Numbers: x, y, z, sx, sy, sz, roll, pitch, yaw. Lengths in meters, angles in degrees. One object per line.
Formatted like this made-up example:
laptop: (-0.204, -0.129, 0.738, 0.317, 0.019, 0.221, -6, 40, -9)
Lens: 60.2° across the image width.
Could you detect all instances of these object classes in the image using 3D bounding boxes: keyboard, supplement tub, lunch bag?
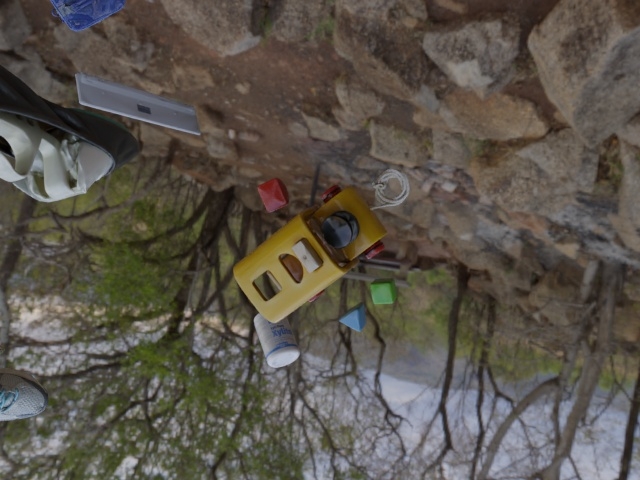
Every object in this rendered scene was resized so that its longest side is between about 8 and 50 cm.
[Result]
keyboard: (-0.352, -0.266, 1.093, 0.256, 0.072, 0.014, 7, 154, -46)
supplement tub: (-0.091, 0.201, 1.146, 0.071, 0.107, 0.071, -18, 148, -12)
lunch bag: (-0.320, -0.331, 0.753, 0.098, 0.067, 0.065, -32, -151, -2)

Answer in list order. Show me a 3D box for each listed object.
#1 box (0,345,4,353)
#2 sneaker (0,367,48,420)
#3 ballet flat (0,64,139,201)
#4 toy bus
box: (-0.608, 0.149, 0.866, 0.179, 0.043, 0.105, 47, -161, -10)
sneaker: (-0.650, 0.295, 1.030, 0.283, 0.110, 0.122, 27, 172, -39)
ballet flat: (-0.272, -0.091, 0.515, 0.095, 0.096, 0.280, -15, 165, 17)
toy bus: (-0.005, 0.011, 0.655, 0.191, 0.202, 0.104, 9, -166, 17)
